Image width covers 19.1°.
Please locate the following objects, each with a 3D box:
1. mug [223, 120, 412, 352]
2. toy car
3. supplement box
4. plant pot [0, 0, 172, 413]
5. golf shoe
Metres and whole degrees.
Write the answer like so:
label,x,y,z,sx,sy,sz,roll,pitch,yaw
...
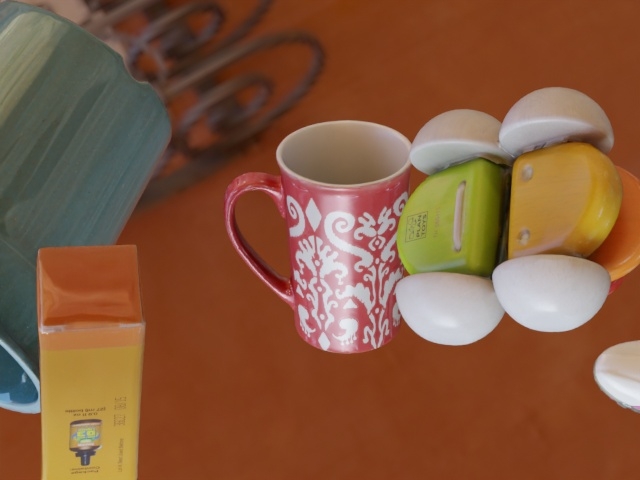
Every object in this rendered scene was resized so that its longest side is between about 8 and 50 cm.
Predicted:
label,x,y,z,sx,sy,sz,roll,pitch,yaw
mug,0.006,-0.004,1.594,0.150,0.113,0.169,13,125,24
toy car,0.142,-0.006,1.283,0.182,0.159,0.136,-11,155,40
supplement box,-0.175,0.101,1.434,0.233,0.078,0.080,100,164,-51
plant pot,-0.347,-0.051,2.008,0.341,0.334,0.341,26,158,11
golf shoe,0.328,0.117,1.624,0.086,0.186,0.067,90,-170,-72
